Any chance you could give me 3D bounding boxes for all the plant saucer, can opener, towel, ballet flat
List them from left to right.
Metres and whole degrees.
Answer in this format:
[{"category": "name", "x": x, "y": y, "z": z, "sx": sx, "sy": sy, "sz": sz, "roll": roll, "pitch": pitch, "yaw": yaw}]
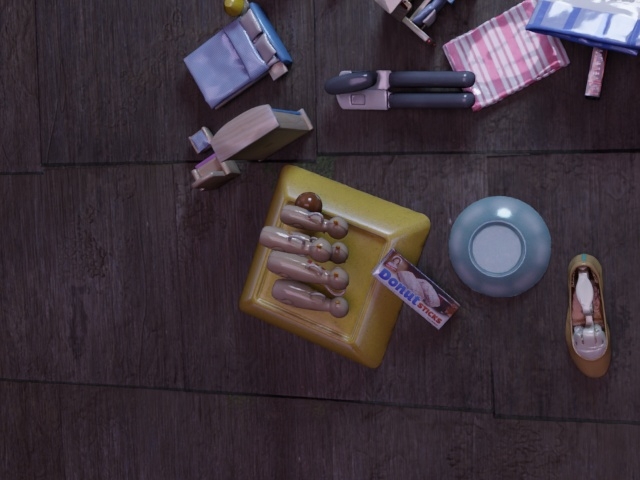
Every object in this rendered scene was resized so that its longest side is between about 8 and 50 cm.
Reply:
[{"category": "plant saucer", "x": 0.010, "y": 0.055, "z": 1.641, "sx": 0.332, "sy": 0.081, "sz": 0.333, "roll": 22, "pitch": 102, "yaw": 15}, {"category": "can opener", "x": 0.145, "y": -0.282, "z": 1.547, "sx": 0.283, "sy": 0.095, "sz": 0.076, "roll": 6, "pitch": 105, "yaw": 28}, {"category": "plant saucer", "x": 0.334, "y": 0.014, "z": 1.549, "sx": 0.194, "sy": 0.037, "sz": 0.195, "roll": 2, "pitch": 96, "yaw": 18}, {"category": "towel", "x": 0.341, "y": -0.344, "z": 1.515, "sx": 0.197, "sy": 0.029, "sz": 0.144, "roll": -26, "pitch": 87, "yaw": 19}, {"category": "ballet flat", "x": 0.480, "y": 0.142, "z": 1.492, "sx": 0.080, "sy": 0.073, "sz": 0.232, "roll": -7, "pitch": 93, "yaw": 20}, {"category": "towel", "x": 0.493, "y": -0.456, "z": 1.383, "sx": 0.209, "sy": 0.034, "sz": 0.285, "roll": 22, "pitch": 81, "yaw": 28}]

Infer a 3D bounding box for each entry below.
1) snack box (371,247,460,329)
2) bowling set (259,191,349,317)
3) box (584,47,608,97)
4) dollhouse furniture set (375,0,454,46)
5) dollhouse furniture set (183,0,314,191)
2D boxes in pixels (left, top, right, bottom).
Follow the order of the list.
[{"category": "snack box", "x": 0.183, "y": 0.093, "z": 1.572, "sx": 0.178, "sy": 0.022, "sz": 0.064, "roll": 39, "pitch": 98, "yaw": -16}, {"category": "bowling set", "x": 0.000, "y": 0.000, "z": 1.510, "sx": 0.154, "sy": 0.287, "sz": 0.200, "roll": 16, "pitch": 67, "yaw": 11}, {"category": "box", "x": 0.486, "y": -0.316, "z": 1.434, "sx": 0.027, "sy": 0.094, "sz": 0.137, "roll": 10, "pitch": 98, "yaw": 17}, {"category": "dollhouse furniture set", "x": 0.182, "y": -0.447, "z": 1.477, "sx": 0.129, "sy": 0.183, "sz": 0.129, "roll": 44, "pitch": 107, "yaw": 10}, {"category": "dollhouse furniture set", "x": -0.208, "y": -0.295, "z": 1.618, "sx": 0.286, "sy": 0.198, "sz": 0.303, "roll": -30, "pitch": 85, "yaw": 19}]
